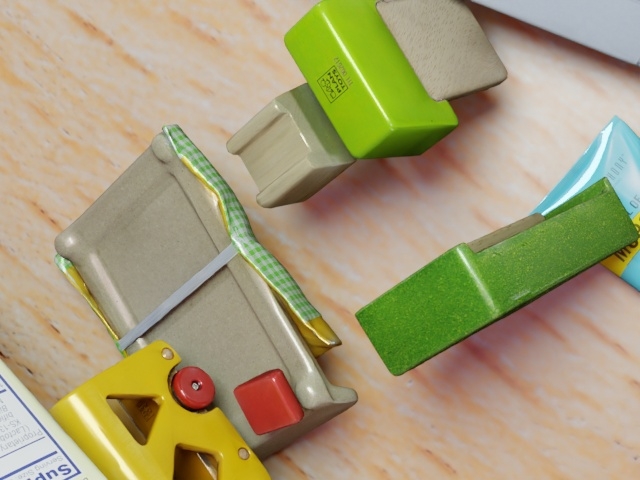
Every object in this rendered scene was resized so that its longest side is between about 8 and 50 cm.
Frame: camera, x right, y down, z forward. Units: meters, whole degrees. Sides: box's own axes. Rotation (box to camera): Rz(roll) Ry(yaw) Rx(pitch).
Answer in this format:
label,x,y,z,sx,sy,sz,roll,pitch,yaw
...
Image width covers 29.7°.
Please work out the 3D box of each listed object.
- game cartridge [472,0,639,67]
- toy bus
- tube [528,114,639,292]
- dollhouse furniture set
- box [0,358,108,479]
label,x,y,z,sx,sy,sz,roll,pitch,yaw
game cartridge,0.134,-0.216,0.648,0.297,0.062,0.198,21,114,-7
toy bus,-0.088,0.165,0.707,0.202,0.104,0.191,11,116,35
tube,0.227,0.021,0.709,0.207,0.052,0.080,42,90,16
dollhouse furniture set,0.000,0.000,0.746,0.301,0.151,0.197,-37,81,42
box,-0.234,0.157,0.696,0.243,0.117,0.213,40,138,34
